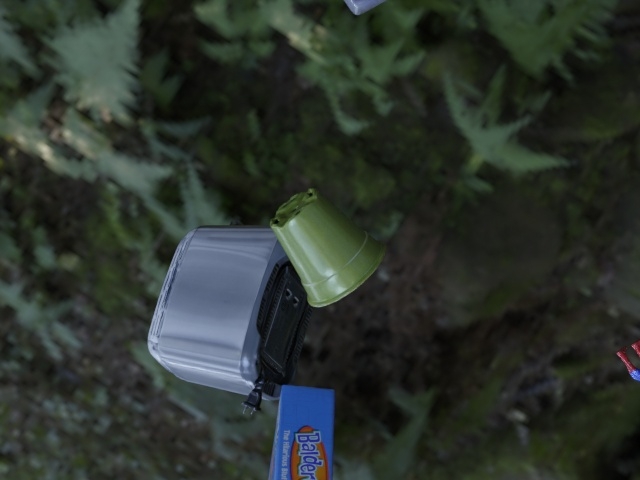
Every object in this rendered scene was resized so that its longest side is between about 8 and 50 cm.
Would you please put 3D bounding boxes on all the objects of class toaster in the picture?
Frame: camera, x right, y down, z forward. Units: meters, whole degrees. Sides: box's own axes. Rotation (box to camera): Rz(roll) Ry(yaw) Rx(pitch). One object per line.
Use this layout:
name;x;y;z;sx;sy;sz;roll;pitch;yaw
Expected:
toaster;-0.096;0.084;1.825;0.146;0.227;0.129;7;159;27

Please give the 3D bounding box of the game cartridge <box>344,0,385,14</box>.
game cartridge;0.109;-0.258;0.981;0.068;0.230;0.355;56;175;7

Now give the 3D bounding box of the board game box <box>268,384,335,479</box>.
board game box;-0.022;0.242;1.308;0.047;0.160;0.210;5;140;-4

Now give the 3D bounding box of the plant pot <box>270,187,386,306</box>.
plant pot;0.000;0.000;1.381;0.079;0.083;0.083;52;163;-20

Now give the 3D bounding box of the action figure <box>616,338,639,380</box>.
action figure;0.342;0.152;1.618;0.038;0.030;0.115;-34;86;38
